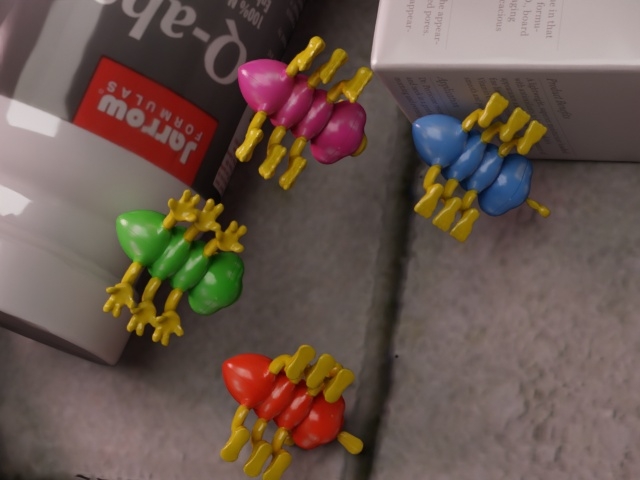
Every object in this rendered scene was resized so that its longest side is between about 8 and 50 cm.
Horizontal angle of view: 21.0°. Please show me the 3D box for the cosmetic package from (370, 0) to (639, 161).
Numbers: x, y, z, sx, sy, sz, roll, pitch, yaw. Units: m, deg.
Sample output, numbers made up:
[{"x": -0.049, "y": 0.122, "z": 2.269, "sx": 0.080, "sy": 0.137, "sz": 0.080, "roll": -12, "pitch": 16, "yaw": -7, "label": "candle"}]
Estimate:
[{"x": 0.147, "y": -0.145, "z": 1.078, "sx": 0.184, "sy": 0.151, "sz": 0.151, "roll": 3, "pitch": 73, "yaw": 19, "label": "cosmetic package"}]

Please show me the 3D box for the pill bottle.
[{"x": -0.140, "y": -0.115, "z": 1.136, "sx": 0.210, "sy": 0.210, "sz": 0.363, "roll": 18, "pitch": 79, "yaw": 24, "label": "pill bottle"}]

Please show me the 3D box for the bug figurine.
[{"x": 0.000, "y": 0.000, "z": 1.056, "sx": 0.279, "sy": 0.216, "sz": 0.072, "roll": -51, "pitch": 22, "yaw": 5, "label": "bug figurine"}]
